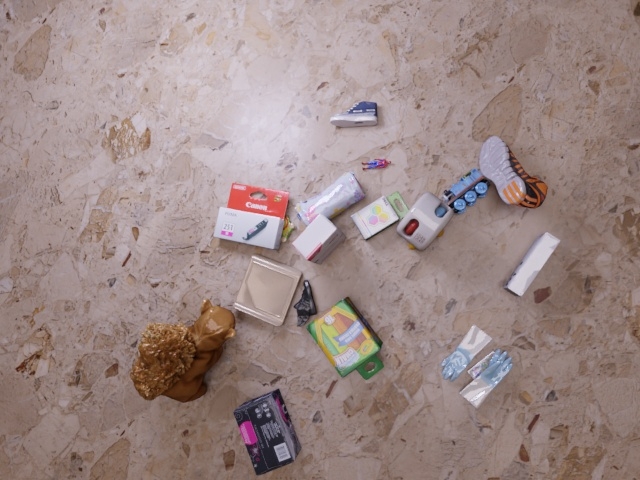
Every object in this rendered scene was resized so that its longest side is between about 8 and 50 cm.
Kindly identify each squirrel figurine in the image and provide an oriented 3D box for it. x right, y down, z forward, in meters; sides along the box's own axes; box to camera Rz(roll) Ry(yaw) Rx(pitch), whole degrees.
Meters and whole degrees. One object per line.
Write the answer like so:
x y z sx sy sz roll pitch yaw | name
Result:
-0.485 0.400 1.695 0.370 0.397 0.281 -42 75 13 | squirrel figurine

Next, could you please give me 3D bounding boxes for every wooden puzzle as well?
-0.212 0.197 1.848 0.220 0.044 0.239 21 84 11 | wooden puzzle

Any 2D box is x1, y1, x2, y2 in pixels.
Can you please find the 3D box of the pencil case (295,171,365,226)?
0.037 -0.152 1.796 0.273 0.113 0.124 -32 67 6 | pencil case

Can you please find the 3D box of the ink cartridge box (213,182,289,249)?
-0.276 -0.104 1.858 0.274 0.060 0.239 11 88 18 | ink cartridge box

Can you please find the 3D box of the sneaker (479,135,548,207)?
0.706 -0.236 1.689 0.124 0.179 0.321 -46 42 43 | sneaker

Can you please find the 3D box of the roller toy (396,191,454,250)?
0.385 -0.063 1.686 0.146 0.191 0.209 40 92 10 | roller toy

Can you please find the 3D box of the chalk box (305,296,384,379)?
0.112 0.376 1.702 0.180 0.179 0.289 -39 80 5 | chalk box

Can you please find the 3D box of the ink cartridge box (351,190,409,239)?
0.235 -0.099 1.781 0.209 0.062 0.109 -31 80 6 | ink cartridge box

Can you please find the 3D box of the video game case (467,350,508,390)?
0.614 0.477 1.690 0.122 0.011 0.087 -40 80 5 | video game case

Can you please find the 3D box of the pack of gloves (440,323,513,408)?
0.565 0.456 1.672 0.195 0.046 0.232 40 91 16 | pack of gloves

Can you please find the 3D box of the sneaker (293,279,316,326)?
-0.069 0.245 1.809 0.089 0.051 0.170 -15 86 4 | sneaker

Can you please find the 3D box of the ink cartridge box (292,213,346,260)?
0.000 0.000 1.735 0.158 0.218 0.092 -46 74 3 | ink cartridge box

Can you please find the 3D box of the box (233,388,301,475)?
-0.195 0.717 1.746 0.163 0.142 0.248 -24 83 6 | box

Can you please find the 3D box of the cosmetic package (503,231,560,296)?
0.754 0.087 1.656 0.060 0.099 0.239 35 91 11 | cosmetic package

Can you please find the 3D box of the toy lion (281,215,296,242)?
-0.153 -0.052 1.863 0.096 0.034 0.100 30 91 18 | toy lion

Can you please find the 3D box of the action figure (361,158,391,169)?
0.221 -0.302 1.820 0.115 0.030 0.038 -7 79 7 | action figure

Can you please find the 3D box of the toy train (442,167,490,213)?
0.542 -0.181 1.730 0.184 0.080 0.105 -38 71 7 | toy train

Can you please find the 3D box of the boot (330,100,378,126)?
0.133 -0.505 1.839 0.189 0.069 0.086 1 78 2 | boot
